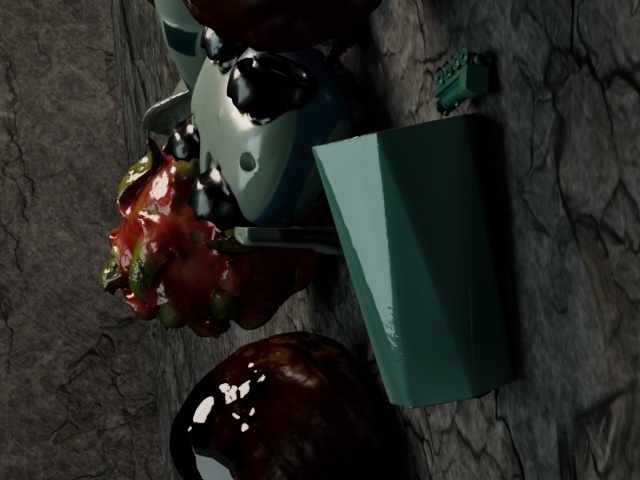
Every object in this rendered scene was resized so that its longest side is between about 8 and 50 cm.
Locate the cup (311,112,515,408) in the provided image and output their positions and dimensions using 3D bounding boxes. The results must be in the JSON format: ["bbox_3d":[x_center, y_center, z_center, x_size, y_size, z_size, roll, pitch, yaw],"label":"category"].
[{"bbox_3d":[0.086,0.018,1.339,0.148,0.134,0.235,-26,-74,-71],"label":"cup"}]

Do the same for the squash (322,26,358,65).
[{"bbox_3d":[-0.020,-0.305,1.705,0.087,0.087,0.331,101,157,-49],"label":"squash"}]

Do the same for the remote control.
[{"bbox_3d":[0.000,0.000,1.582,0.065,0.166,0.029,-172,84,-75],"label":"remote control"}]

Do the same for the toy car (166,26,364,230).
[{"bbox_3d":[-0.044,-0.120,1.668,0.255,0.190,0.188,-119,45,-57],"label":"toy car"}]

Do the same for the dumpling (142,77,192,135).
[{"bbox_3d":[-0.163,-0.185,2.210,0.105,0.149,0.216,41,152,1],"label":"dumpling"}]

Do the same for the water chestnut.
[{"bbox_3d":[-0.051,0.237,1.733,0.289,0.244,0.289,176,90,-73],"label":"water chestnut"}]

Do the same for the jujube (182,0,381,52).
[{"bbox_3d":[-0.041,-0.362,1.401,0.276,0.277,0.376,111,146,-61],"label":"jujube"}]

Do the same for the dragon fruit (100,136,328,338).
[{"bbox_3d":[-0.120,-0.007,1.884,0.303,0.231,0.237,-26,75,27],"label":"dragon fruit"}]

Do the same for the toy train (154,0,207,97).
[{"bbox_3d":[-0.124,-0.214,1.820,0.088,0.086,0.407,-59,-21,-17],"label":"toy train"}]

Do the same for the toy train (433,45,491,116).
[{"bbox_3d":[0.119,-0.133,1.324,0.092,0.029,0.045,143,134,-70],"label":"toy train"}]

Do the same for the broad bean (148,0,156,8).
[{"bbox_3d":[-0.143,-0.329,1.891,0.238,0.119,0.291,21,159,38],"label":"broad bean"}]
